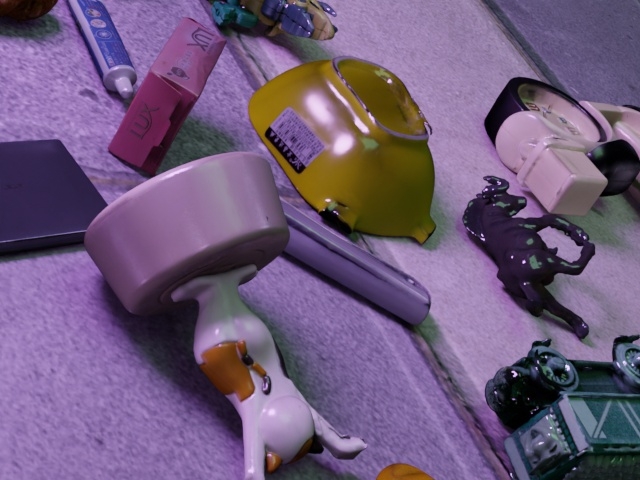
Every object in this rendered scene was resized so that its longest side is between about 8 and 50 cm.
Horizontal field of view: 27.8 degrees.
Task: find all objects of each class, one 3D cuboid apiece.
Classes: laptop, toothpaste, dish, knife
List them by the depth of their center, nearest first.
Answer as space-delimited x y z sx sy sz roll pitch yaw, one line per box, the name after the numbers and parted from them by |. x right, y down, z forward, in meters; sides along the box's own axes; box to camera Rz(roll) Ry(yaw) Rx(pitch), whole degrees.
-0.274 -0.040 1.154 0.180 0.016 0.129 -9 53 -50 | laptop
0.000 0.002 1.343 0.266 0.040 0.073 31 20 -8 | knife
-0.237 -0.218 1.411 0.057 0.035 0.197 16 33 -40 | toothpaste
0.048 -0.126 1.497 0.221 0.108 0.262 7 41 -38 | dish

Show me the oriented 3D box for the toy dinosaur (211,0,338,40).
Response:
-0.088 -0.338 1.674 0.153 0.094 0.259 5 35 -41 | toy dinosaur

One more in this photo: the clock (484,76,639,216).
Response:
0.410 -0.115 1.844 0.379 0.120 0.276 5 39 -34 | clock

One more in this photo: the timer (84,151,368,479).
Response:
-0.071 0.080 1.096 0.175 0.175 0.266 -10 70 -50 | timer

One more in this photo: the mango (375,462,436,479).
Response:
0.115 0.255 1.082 0.190 0.075 0.098 44 9 25 | mango

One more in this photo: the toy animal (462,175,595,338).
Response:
0.246 0.022 1.541 0.148 0.084 0.232 10 39 -18 | toy animal

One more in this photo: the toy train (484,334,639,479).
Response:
0.280 0.182 1.314 0.269 0.115 0.154 7 50 -39 | toy train

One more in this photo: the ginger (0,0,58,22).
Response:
-0.335 -0.275 1.352 0.162 0.073 0.103 0 47 -46 | ginger

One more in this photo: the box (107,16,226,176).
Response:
-0.156 -0.151 1.328 0.060 0.111 0.156 29 30 -10 | box
